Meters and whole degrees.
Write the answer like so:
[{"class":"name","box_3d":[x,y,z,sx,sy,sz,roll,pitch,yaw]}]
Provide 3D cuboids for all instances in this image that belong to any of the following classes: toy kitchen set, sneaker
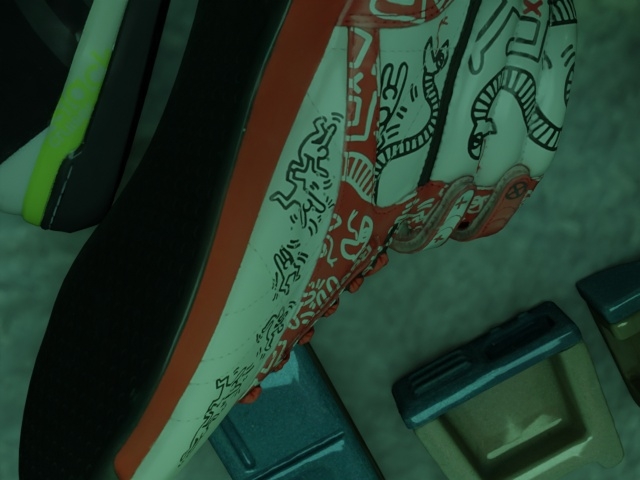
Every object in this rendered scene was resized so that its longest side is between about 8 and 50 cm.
[{"class":"toy kitchen set","box_3d":[0.065,0.071,0.460,0.207,0.166,0.122,-29,104,1]},{"class":"sneaker","box_3d":[0.001,0.000,0.448,0.145,0.090,0.270,20,94,-37]},{"class":"sneaker","box_3d":[-0.098,-0.113,0.444,0.097,0.084,0.235,16,101,-7]}]
